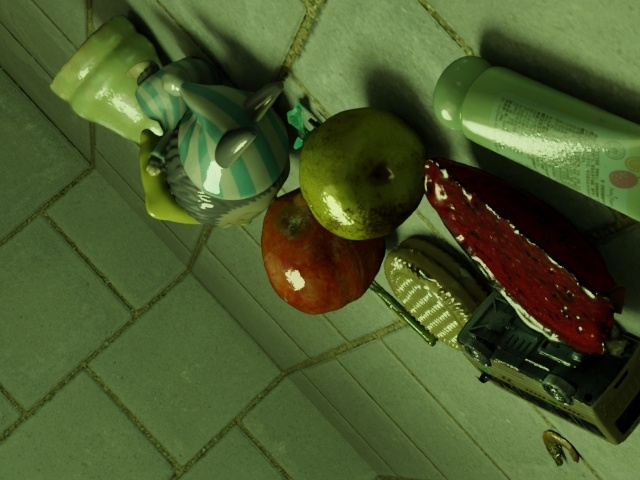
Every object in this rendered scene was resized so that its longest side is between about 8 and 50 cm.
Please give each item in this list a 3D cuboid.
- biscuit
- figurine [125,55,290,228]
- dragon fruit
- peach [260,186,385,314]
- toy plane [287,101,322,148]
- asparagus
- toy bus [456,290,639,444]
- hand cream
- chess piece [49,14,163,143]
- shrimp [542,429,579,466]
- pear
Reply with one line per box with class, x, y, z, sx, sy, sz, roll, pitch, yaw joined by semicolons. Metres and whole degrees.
biscuit;0.211;0.099;1.843;0.259;0.079;0.259;43;163;16
figurine;-0.160;-0.227;1.908;0.378;0.266;0.361;-29;80;47
dragon fruit;0.289;0.023;1.430;0.343;0.100;0.282;42;162;30
peach;0.000;0.000;1.903;0.232;0.232;0.256;39;146;28
toy plane;0.027;-0.138;1.798;0.235;0.060;0.096;42;155;7
asparagus;0.147;0.130;2.179;0.248;0.024;0.025;43;121;14
toy bus;0.354;0.185;1.587;0.289;0.139;0.157;21;154;50
hand cream;0.262;-0.119;1.190;0.306;0.093;0.147;34;154;34
chess piece;-0.334;-0.245;2.220;0.442;0.234;0.234;44;164;-7
shrimp;0.467;0.412;2.024;0.083;0.023;0.114;26;150;45
pear;0.059;-0.101;1.556;0.197;0.197;0.197;43;163;16
